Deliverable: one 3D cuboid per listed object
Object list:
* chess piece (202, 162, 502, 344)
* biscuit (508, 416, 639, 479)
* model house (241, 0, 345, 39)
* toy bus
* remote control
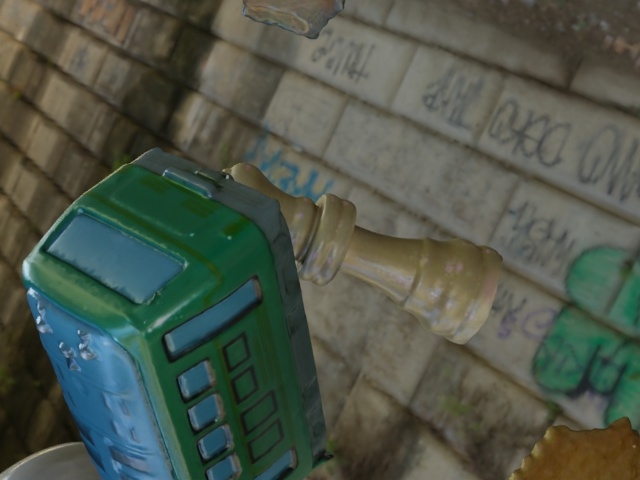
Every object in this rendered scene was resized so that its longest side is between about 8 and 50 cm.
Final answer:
[{"bbox_3d":[0.000,0.000,1.206,0.397,0.117,0.117,20,-172,-10],"label":"chess piece"},{"bbox_3d":[0.167,0.245,0.680,0.232,0.237,0.013,54,153,-14],"label":"biscuit"},{"bbox_3d":[0.013,-0.295,0.870,0.194,0.267,0.325,-7,159,15],"label":"model house"},{"bbox_3d":[-0.120,0.112,0.953,0.183,0.199,0.343,23,139,35],"label":"toy bus"},{"bbox_3d":[-0.317,0.332,1.254,0.103,0.221,0.332,47,168,19],"label":"remote control"}]
